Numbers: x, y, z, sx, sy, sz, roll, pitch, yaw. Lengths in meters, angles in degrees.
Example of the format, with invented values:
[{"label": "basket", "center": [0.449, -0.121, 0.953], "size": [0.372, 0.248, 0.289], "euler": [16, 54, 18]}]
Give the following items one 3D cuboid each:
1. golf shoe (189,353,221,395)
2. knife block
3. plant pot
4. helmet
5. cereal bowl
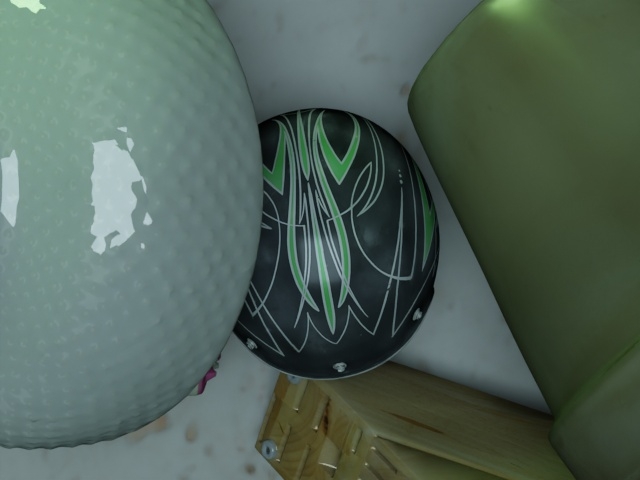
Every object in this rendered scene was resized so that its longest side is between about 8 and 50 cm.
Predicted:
[{"label": "golf shoe", "center": [-0.156, -0.037, 1.273], "size": [0.140, 0.115, 0.306], "euler": [-11, 95, 6]}, {"label": "knife block", "center": [0.125, 0.161, 1.300], "size": [0.276, 0.242, 0.088], "euler": [43, 125, 38]}, {"label": "plant pot", "center": [0.212, -0.038, 1.187], "size": [0.323, 0.323, 0.280], "euler": [-40, 79, 5]}, {"label": "helmet", "center": [0.000, 0.000, 1.246], "size": [0.169, 0.161, 0.169], "euler": [0, 96, 1]}, {"label": "cereal bowl", "center": [-0.206, -0.034, 1.174], "size": [0.339, 0.141, 0.338], "euler": [4, 96, 38]}]
